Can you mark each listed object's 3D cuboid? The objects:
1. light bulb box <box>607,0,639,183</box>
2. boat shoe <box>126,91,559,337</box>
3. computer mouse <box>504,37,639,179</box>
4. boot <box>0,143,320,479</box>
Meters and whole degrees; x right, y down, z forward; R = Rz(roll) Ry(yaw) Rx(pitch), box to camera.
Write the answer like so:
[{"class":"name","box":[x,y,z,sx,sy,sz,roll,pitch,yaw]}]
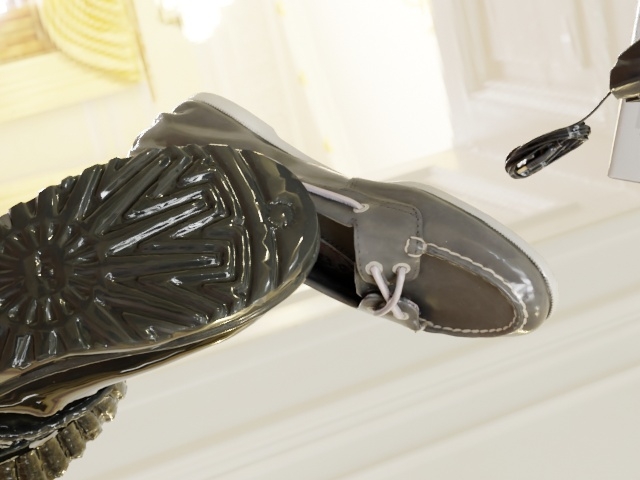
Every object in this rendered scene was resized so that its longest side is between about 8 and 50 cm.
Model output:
[{"class":"light bulb box","box":[0.452,-0.272,1.337,0.358,0.225,0.361,-57,155,-59]},{"class":"boat shoe","box":[0.000,0.000,0.896,0.335,0.095,0.112,27,-38,26]},{"class":"computer mouse","box":[0.253,-0.114,1.099,0.242,0.071,0.041,-41,-121,40]},{"class":"boot","box":[-0.157,0.068,0.901,0.260,0.348,0.131,72,0,-67]}]
